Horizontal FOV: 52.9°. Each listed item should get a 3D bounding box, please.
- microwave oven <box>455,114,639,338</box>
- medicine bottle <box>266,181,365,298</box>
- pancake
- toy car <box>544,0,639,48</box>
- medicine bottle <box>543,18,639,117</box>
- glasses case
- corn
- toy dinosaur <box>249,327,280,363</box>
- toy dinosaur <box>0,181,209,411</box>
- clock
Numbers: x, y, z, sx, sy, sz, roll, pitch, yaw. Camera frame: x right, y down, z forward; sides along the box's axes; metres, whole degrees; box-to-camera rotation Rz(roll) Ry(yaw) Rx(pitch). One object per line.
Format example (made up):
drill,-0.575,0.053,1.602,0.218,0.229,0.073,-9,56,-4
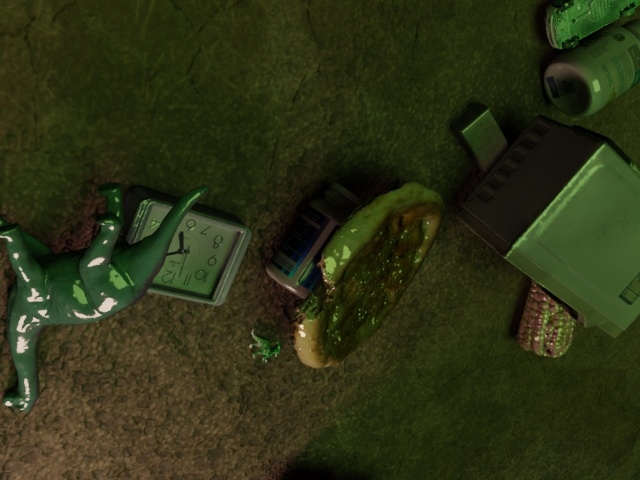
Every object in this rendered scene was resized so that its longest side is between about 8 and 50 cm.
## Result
microwave oven,0.487,-0.029,1.231,0.355,0.218,0.286,31,102,-27
medicine bottle,0.000,0.000,1.094,0.107,0.107,0.191,33,92,-37
pancake,0.081,0.064,1.107,0.382,0.071,0.382,-41,150,-30
toy car,0.514,-0.450,1.226,0.224,0.076,0.090,-30,125,-8
medicine bottle,0.560,-0.345,1.262,0.215,0.135,0.135,-33,124,-14
glasses case,0.332,-0.173,1.256,0.071,0.047,0.205,-42,127,3
corn,0.537,0.110,1.465,0.127,0.127,0.334,-5,112,-30
toy dinosaur,-0.098,0.191,1.175,0.062,0.021,0.083,-13,121,-34
toy dinosaur,-0.308,0.098,0.892,0.384,0.129,0.330,-6,118,5
clock,-0.220,0.013,0.988,0.194,0.073,0.144,17,101,-36
